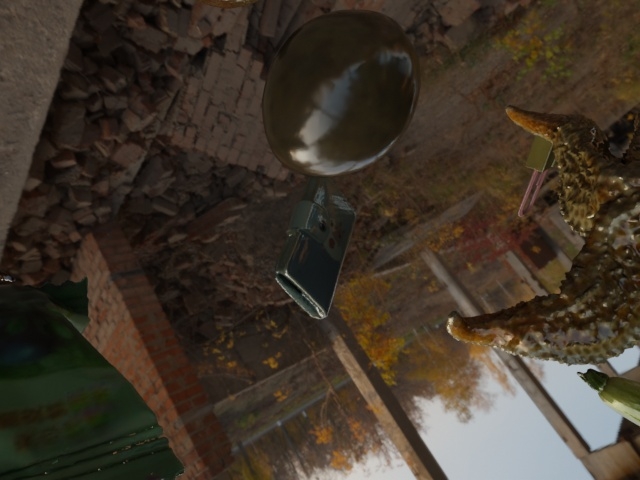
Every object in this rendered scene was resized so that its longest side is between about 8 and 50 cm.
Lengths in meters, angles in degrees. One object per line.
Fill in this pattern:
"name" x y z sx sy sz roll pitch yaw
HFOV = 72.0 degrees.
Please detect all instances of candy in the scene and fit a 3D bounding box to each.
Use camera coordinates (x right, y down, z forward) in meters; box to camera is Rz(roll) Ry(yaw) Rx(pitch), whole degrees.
"candy" -0.349 0.167 0.482 0.263 0.398 0.171 -13 111 -38

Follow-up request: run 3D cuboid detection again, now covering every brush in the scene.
"brush" 0.503 -0.156 1.004 0.103 0.047 0.233 -19 129 -36

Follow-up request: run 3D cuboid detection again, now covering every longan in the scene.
"longan" 0.015 -0.152 0.488 0.185 0.159 0.204 -49 -169 -16

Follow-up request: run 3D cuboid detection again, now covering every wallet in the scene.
"wallet" 0.000 0.000 1.189 0.083 0.360 0.252 -3 144 32

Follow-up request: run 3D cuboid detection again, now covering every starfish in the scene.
"starfish" 0.262 -0.044 0.307 0.084 0.302 0.293 61 40 -43

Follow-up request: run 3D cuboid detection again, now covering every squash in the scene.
"squash" 0.571 0.286 0.774 0.094 0.224 0.094 -52 155 -36

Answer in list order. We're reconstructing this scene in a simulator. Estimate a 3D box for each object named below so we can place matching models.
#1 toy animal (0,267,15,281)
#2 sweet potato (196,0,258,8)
"toy animal" -0.675 -0.003 0.803 0.243 0.260 0.087 63 43 -65
"sweet potato" -0.173 -0.342 0.544 0.058 0.255 0.078 -48 167 -41
